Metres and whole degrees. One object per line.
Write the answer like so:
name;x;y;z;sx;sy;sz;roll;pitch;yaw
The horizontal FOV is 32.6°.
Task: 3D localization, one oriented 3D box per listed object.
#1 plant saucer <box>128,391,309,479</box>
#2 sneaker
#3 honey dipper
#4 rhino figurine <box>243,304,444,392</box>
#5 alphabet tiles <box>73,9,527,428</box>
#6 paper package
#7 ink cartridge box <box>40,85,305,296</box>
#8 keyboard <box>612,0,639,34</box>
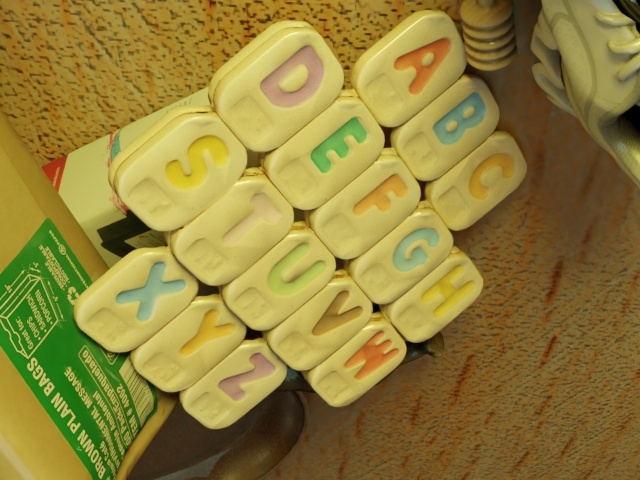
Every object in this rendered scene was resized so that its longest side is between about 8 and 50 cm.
plant saucer;-0.164;0.175;0.971;0.310;0.050;0.311;-13;146;-9
sneaker;0.139;-0.133;0.510;0.110;0.118;0.292;-24;139;12
honey dipper;0.081;-0.156;0.571;0.030;0.031;0.161;-6;141;12
rhino figurine;-0.019;0.076;0.813;0.106;0.073;0.243;-29;156;34
alphabet tiles;0.000;0.000;0.674;0.278;0.021;0.284;-40;136;0
paper package;-0.297;0.053;0.679;0.309;0.168;0.325;-15;118;26
ink cartridge box;-0.099;-0.016;0.740;0.175;0.072;0.127;-20;137;30
keyboard;0.147;-0.127;0.450;0.180;0.108;0.023;24;174;-33
